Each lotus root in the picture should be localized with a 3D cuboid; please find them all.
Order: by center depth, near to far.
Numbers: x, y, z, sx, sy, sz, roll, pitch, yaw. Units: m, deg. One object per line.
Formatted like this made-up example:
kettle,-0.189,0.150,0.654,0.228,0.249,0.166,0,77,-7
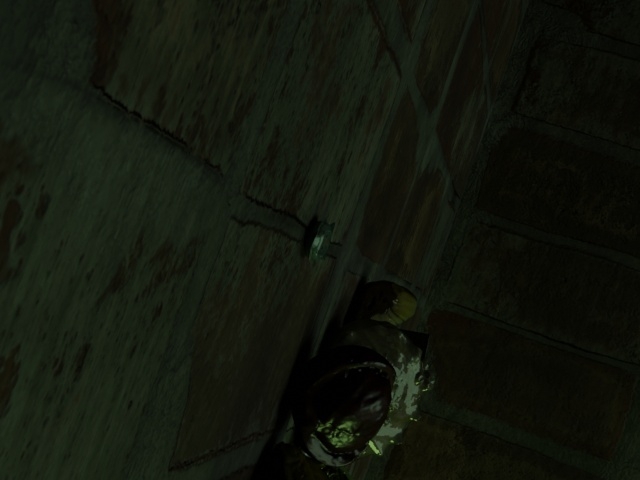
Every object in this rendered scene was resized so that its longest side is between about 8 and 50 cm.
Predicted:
lotus root,0.107,0.129,2.197,0.159,0.095,0.135,-30,159,0

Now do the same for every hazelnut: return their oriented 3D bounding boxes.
hazelnut,0.038,0.271,1.830,0.160,0.170,0.201,-169,-102,-73

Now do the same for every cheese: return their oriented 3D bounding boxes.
cheese,0.000,0.000,1.582,0.121,0.026,0.067,0,109,-79

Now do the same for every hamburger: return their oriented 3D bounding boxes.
hamburger,-0.026,0.431,1.811,0.206,0.130,0.183,88,-16,-58

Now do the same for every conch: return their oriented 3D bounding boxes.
conch,0.080,0.303,2.069,0.297,0.210,0.352,-55,165,-7

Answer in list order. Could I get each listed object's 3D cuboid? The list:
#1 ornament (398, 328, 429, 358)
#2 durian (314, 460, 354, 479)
ornament,0.124,0.254,2.377,0.196,0.166,0.153,155,-53,-87
durian,0.004,0.512,2.373,0.394,0.163,0.198,63,8,-81
